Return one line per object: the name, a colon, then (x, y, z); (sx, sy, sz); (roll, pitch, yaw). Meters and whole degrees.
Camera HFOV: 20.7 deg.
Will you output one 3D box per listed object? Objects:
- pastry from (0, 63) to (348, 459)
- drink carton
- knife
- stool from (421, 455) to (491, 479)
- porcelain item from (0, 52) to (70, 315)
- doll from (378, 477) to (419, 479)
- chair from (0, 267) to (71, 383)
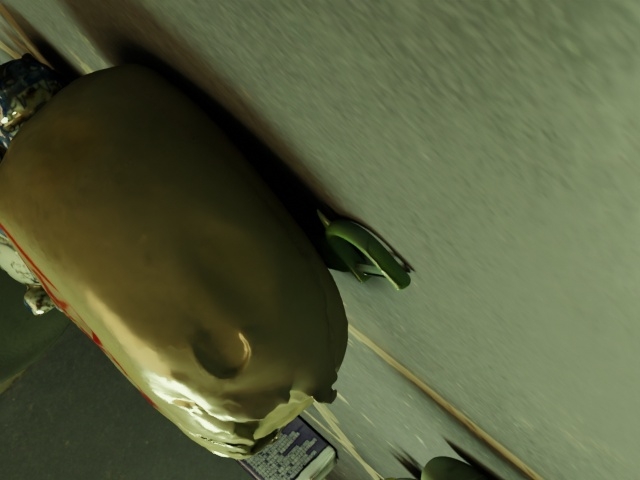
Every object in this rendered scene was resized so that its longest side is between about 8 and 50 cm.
pastry: (-0.090, 0.015, 1.057); (0.265, 0.133, 0.265); (45, 171, 10)
drink carton: (-0.089, 0.246, 2.324); (0.222, 0.102, 0.134); (43, 174, 10)
knife: (-0.001, 0.001, 1.018); (0.054, 0.015, 0.212); (46, 171, -13)
stool: (0.094, 0.286, 1.294); (0.198, 0.195, 0.195); (23, 114, 47)
porcelain item: (-0.216, -0.046, 1.394); (0.186, 0.138, 0.288); (55, 168, -8)
doll: (0.100, 0.312, 1.772); (0.138, 0.119, 0.293); (48, 169, 26)
chair: (-0.446, -0.026, 1.825); (0.362, 0.365, 0.410); (47, 166, -26)
